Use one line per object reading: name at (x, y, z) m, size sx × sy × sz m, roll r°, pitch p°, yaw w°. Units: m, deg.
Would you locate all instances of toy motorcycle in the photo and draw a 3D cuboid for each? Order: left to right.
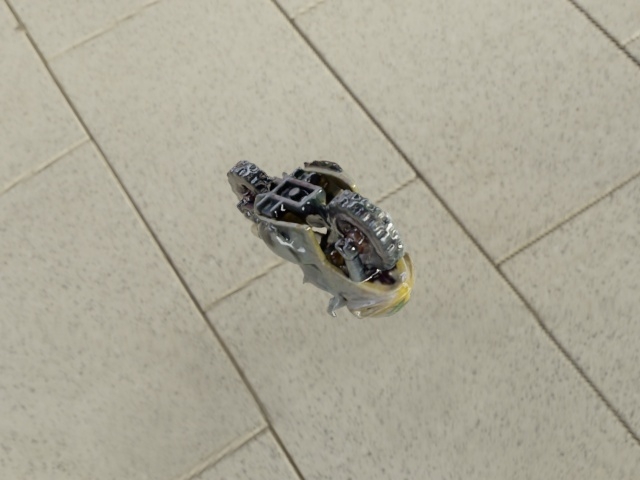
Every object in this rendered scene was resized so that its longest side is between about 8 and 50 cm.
toy motorcycle at (0.000, 0.000, 0.850) m, size 0.094 × 0.130 × 0.229 m, roll -46°, pitch 34°, yaw -17°
